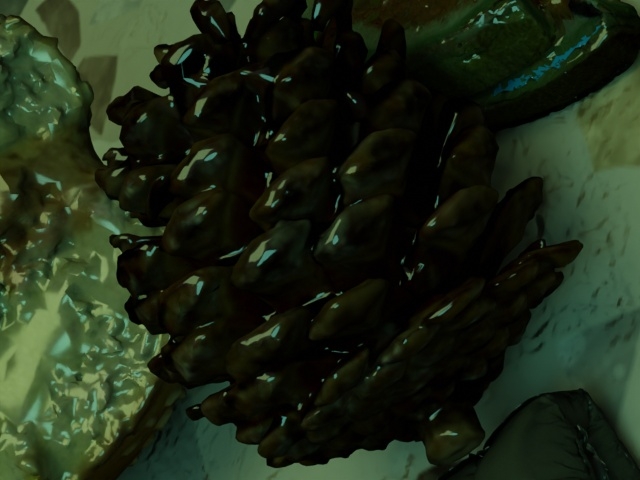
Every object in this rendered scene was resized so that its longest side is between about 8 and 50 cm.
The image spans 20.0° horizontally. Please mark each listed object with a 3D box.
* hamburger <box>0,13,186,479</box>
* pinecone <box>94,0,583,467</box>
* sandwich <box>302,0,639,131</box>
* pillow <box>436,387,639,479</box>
[{"bbox_3d":[-0.251,0.084,1.151,0.445,0.287,0.268,-42,85,8],"label":"hamburger"},{"bbox_3d":[0.000,0.000,0.943,0.224,0.224,0.272,-46,71,23],"label":"pinecone"},{"bbox_3d":[0.076,-0.134,1.033,0.235,0.079,0.159,22,91,47],"label":"sandwich"},{"bbox_3d":[0.102,0.257,0.860,0.228,0.101,0.326,-42,52,22],"label":"pillow"}]
